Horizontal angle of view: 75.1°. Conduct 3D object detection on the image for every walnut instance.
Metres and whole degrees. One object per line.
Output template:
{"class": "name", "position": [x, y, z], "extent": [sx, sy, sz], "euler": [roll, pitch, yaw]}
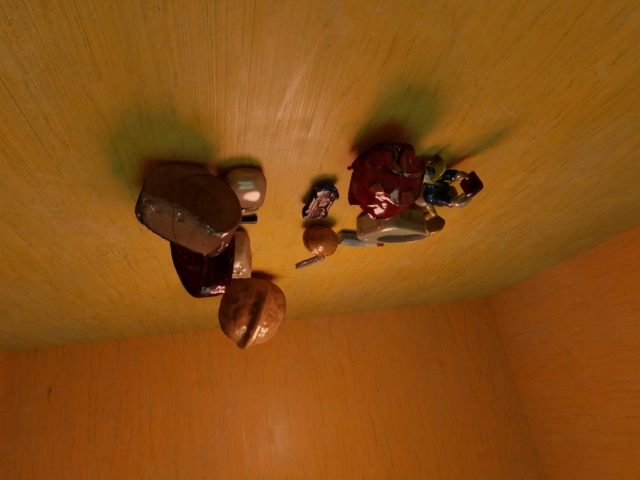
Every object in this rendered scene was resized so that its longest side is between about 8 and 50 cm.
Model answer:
{"class": "walnut", "position": [0.000, 0.000, 1.787], "extent": [0.144, 0.144, 0.180], "euler": [-24, 149, 32]}
{"class": "walnut", "position": [-0.373, 0.377, 2.243], "extent": [0.383, 0.384, 0.384], "euler": [-8, 158, -3]}

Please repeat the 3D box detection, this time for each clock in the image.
{"class": "clock", "position": [0.336, -0.058, 1.769], "extent": [0.324, 0.109, 0.265], "euler": [4, 167, -30]}

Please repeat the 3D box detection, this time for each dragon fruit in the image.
{"class": "dragon fruit", "position": [0.202, -0.184, 1.317], "extent": [0.250, 0.251, 0.315], "euler": [3, 172, -29]}

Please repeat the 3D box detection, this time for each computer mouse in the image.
{"class": "computer mouse", "position": [-0.254, -0.154, 1.374], "extent": [0.145, 0.082, 0.236], "euler": [-2, 156, -20]}

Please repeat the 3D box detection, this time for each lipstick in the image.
{"class": "lipstick", "position": [0.199, 0.002, 1.973], "extent": [0.274, 0.061, 0.068], "euler": [6, 151, -34]}

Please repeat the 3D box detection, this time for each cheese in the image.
{"class": "cheese", "position": [-0.393, 0.062, 1.733], "extent": [0.251, 0.174, 0.248], "euler": [4, 156, -18]}

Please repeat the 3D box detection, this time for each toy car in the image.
{"class": "toy car", "position": [-0.004, -0.145, 1.528], "extent": [0.103, 0.063, 0.216], "euler": [-1, 151, -22]}

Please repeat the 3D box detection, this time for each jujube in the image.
{"class": "jujube", "position": [-0.408, 0.038, 1.466], "extent": [0.222, 0.318, 0.223], "euler": [-10, 167, -2]}

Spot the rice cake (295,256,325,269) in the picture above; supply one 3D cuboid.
{"class": "rice cake", "position": [-0.059, 0.115, 2.183], "extent": [0.180, 0.031, 0.042], "euler": [-22, 160, 28]}

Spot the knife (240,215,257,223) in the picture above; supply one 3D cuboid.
{"class": "knife", "position": [-0.356, -0.083, 1.590], "extent": [0.230, 0.028, 0.060], "euler": [-3, 145, -8]}

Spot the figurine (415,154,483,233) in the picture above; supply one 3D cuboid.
{"class": "figurine", "position": [0.415, -0.177, 1.473], "extent": [0.338, 0.205, 0.283], "euler": [29, 164, -40]}

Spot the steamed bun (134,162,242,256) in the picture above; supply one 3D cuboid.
{"class": "steamed bun", "position": [-0.391, -0.105, 1.273], "extent": [0.301, 0.199, 0.251], "euler": [30, 148, -10]}
